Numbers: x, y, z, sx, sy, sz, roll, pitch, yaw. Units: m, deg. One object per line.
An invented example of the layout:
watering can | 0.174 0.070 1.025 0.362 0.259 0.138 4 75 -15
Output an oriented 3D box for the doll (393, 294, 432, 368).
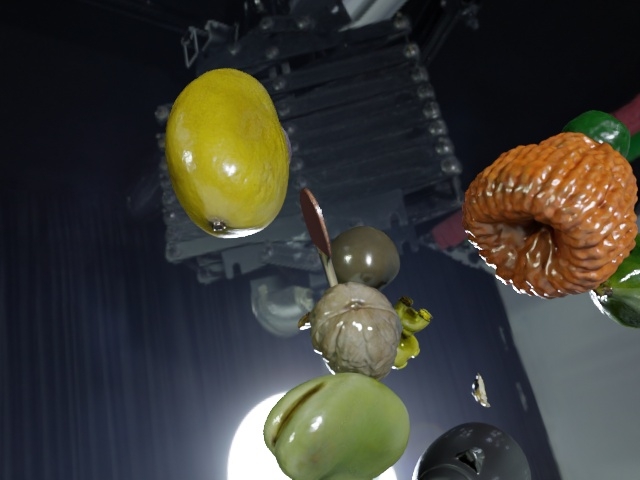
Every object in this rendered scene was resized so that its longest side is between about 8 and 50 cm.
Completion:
doll | 0.211 0.272 1.617 0.221 0.135 0.143 -59 -8 15

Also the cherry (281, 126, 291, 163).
cherry | -0.143 -0.200 1.357 0.139 0.176 0.176 6 -19 17

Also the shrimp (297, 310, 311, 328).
shrimp | -0.016 0.198 1.531 0.091 0.025 0.127 -20 -18 -13

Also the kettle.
kettle | 0.259 0.498 1.115 0.207 0.269 0.290 25 5 27

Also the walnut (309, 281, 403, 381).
walnut | 0.068 0.177 1.087 0.178 0.178 0.230 -14 -42 3

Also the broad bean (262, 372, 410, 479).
broad bean | 0.033 0.301 0.936 0.263 0.189 0.121 20 0 -40

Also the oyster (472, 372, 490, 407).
oyster | 0.284 0.271 1.055 0.019 0.054 0.083 -23 3 16

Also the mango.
mango | -0.140 -0.146 0.886 0.142 0.332 0.195 -34 -42 28

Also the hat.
hat | 0.471 -0.075 1.083 0.400 0.285 0.285 -29 -14 -30

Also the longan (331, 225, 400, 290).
longan | 0.111 0.057 1.593 0.196 0.197 0.220 -34 5 39

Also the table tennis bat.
table tennis bat | 0.000 0.000 1.175 0.019 0.221 0.130 -20 21 -12

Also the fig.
fig | 0.621 0.084 1.164 0.244 0.195 0.195 -2 -24 -48
